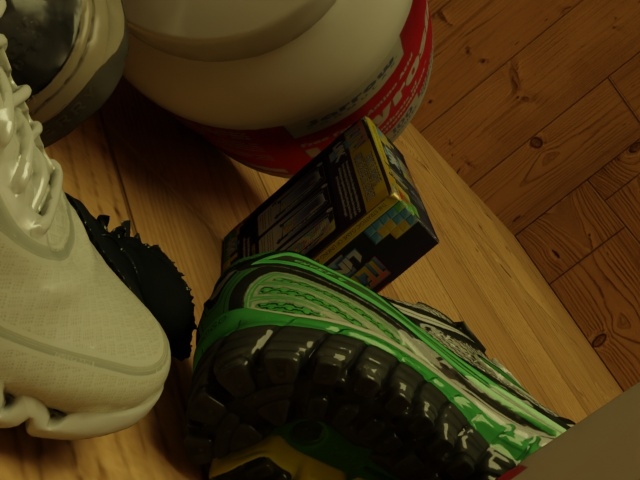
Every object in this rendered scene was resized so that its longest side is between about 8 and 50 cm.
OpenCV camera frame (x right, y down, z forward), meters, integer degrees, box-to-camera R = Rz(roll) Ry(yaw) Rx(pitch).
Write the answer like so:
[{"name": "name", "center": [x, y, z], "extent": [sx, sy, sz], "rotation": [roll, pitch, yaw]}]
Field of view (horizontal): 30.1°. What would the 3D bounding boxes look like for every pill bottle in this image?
[{"name": "pill bottle", "center": [-0.038, -0.179, 0.862], "extent": [0.229, 0.229, 0.408], "rotation": [53, 4, 8]}]

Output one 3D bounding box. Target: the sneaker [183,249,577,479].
[{"name": "sneaker", "center": [0.084, 0.107, 0.646], "extent": [0.343, 0.134, 0.146], "rotation": [35, 26, -24]}]

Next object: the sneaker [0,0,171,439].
[{"name": "sneaker", "center": [-0.144, -0.040, 0.416], "extent": [0.292, 0.118, 0.110], "rotation": [47, 10, -26]}]

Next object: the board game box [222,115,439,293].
[{"name": "board game box", "center": [0.000, 0.000, 0.786], "extent": [0.048, 0.141, 0.170], "rotation": [47, 13, -19]}]

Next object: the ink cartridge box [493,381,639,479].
[{"name": "ink cartridge box", "center": [0.185, 0.227, 0.573], "extent": [0.306, 0.226, 0.131], "rotation": [45, 14, -32]}]

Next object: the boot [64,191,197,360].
[{"name": "boot", "center": [-0.092, 0.035, 0.574], "extent": [0.121, 0.045, 0.099], "rotation": [60, 8, 31]}]

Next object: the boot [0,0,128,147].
[{"name": "boot", "center": [-0.253, -0.237, 0.569], "extent": [0.284, 0.138, 0.377], "rotation": [36, 25, -60]}]
